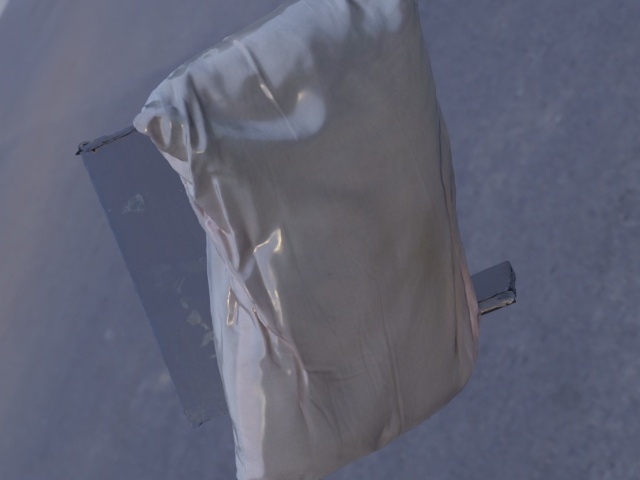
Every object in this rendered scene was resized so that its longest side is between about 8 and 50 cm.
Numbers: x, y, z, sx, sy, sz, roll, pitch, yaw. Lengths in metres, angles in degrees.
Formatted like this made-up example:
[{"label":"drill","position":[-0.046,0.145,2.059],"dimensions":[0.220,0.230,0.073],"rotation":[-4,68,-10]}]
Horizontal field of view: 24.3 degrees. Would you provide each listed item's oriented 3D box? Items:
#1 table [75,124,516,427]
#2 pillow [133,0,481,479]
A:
[{"label":"table","position":[-0.010,-0.021,1.248],"dimensions":[0.282,0.250,0.196],"rotation":[-23,1,8]},{"label":"pillow","position":[0.000,0.000,0.780],"dimensions":[0.173,0.270,0.067],"rotation":[-25,28,-21]}]
